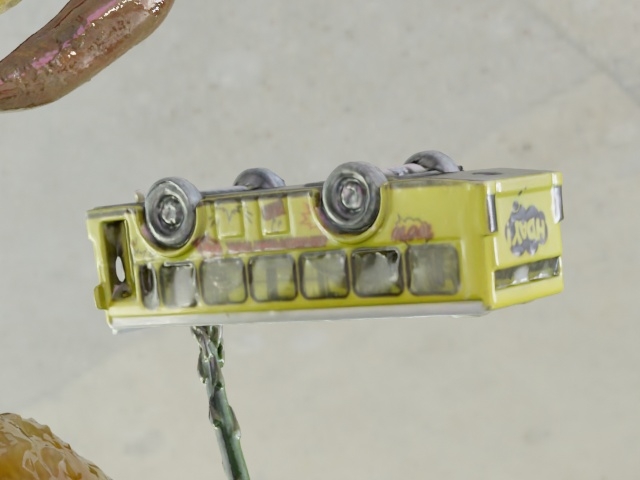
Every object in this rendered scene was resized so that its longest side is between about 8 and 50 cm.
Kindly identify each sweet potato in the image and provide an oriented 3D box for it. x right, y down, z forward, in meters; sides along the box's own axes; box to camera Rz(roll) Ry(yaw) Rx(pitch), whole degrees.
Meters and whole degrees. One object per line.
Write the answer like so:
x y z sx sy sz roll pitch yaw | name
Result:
-0.150 -0.163 1.347 0.078 0.255 0.058 30 154 20 | sweet potato

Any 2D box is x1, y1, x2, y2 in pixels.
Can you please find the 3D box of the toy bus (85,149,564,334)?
0.000 0.000 0.879 0.226 0.074 0.081 -4 -175 35 | toy bus

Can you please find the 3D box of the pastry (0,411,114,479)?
-0.146 0.204 0.792 0.136 0.329 0.329 -25 139 25 | pastry

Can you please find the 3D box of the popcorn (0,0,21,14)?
-0.354 -0.291 1.616 0.250 0.250 0.190 -31 176 30 | popcorn

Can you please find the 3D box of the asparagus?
-0.045 0.124 1.044 0.023 0.233 0.022 -26 153 24 | asparagus
